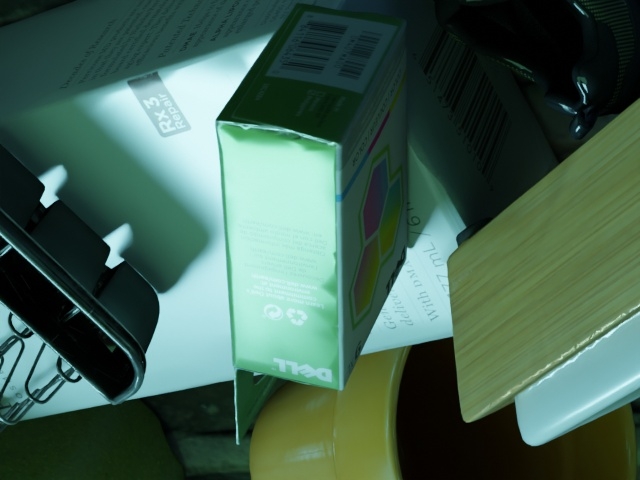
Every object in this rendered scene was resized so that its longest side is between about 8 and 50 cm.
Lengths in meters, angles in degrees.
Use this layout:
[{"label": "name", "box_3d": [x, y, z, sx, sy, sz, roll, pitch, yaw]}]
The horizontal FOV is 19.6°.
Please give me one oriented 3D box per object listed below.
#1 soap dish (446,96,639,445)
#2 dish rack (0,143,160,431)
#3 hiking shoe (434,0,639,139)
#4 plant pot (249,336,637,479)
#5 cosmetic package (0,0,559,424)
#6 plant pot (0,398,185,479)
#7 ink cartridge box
[{"label": "soap dish", "box_3d": [0.212, -0.023, 0.912, 0.118, 0.229, 0.291, 60, 140, 11]}, {"label": "dish rack", "box_3d": [-0.235, 0.042, 1.079, 0.208, 0.074, 0.271, 45, 130, -14]}, {"label": "hiking shoe", "box_3d": [0.092, -0.154, 0.939, 0.227, 0.114, 0.086, 49, 130, 13]}, {"label": "plant pot", "box_3d": [0.060, 0.133, 1.158, 0.188, 0.205, 0.205, -16, 119, 49]}, {"label": "cosmetic package", "box_3d": [-0.080, -0.038, 1.100, 0.385, 0.156, 0.217, -16, 119, 31]}, {"label": "plant pot", "box_3d": [-0.223, 0.227, 1.298, 0.276, 0.254, 0.276, 11, 128, 15]}, {"label": "ink cartridge box", "box_3d": [0.000, 0.000, 0.921, 0.062, 0.109, 0.209, 11, 130, 15]}]
